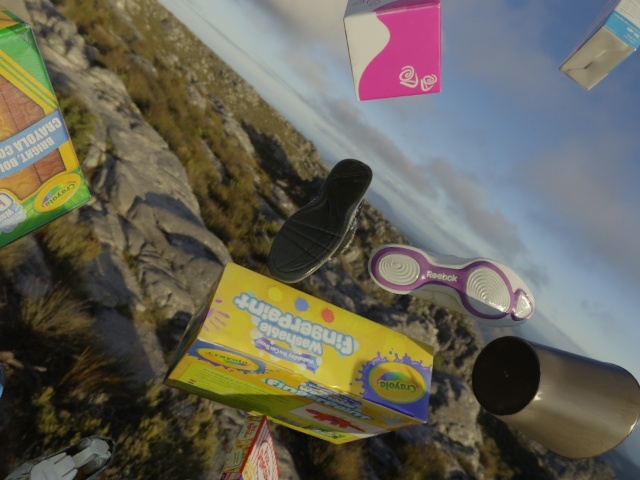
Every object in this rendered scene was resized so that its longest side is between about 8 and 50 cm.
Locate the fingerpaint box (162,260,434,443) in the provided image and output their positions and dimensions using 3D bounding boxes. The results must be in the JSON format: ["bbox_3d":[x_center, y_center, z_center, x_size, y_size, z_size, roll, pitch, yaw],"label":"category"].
[{"bbox_3d":[-0.059,0.258,1.009,0.445,0.371,0.163,24,56,-13],"label":"fingerpaint box"}]

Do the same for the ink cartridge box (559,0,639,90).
[{"bbox_3d":[0.455,-0.329,0.738,0.060,0.180,0.104,38,-17,3],"label":"ink cartridge box"}]

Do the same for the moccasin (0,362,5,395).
[{"bbox_3d":[-0.887,0.392,1.132,0.117,0.342,0.137,-115,-173,-57],"label":"moccasin"}]

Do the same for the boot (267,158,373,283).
[{"bbox_3d":[0.002,0.000,0.789,0.085,0.236,0.178,30,-25,11],"label":"boot"}]

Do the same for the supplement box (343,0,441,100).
[{"bbox_3d":[0.102,-0.293,0.652,0.220,0.111,0.114,-78,161,-46],"label":"supplement box"}]

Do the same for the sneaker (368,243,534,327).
[{"bbox_3d":[0.244,0.070,0.918,0.305,0.114,0.152,19,3,8],"label":"sneaker"}]

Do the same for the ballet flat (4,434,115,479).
[{"bbox_3d":[-0.204,0.182,0.388,0.041,0.041,0.114,43,5,12],"label":"ballet flat"}]

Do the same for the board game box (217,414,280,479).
[{"bbox_3d":[-0.134,0.459,0.942,0.193,0.045,0.146,-63,144,-72],"label":"board game box"}]

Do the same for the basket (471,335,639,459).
[{"bbox_3d":[0.376,0.252,0.806,0.227,0.204,0.154,27,32,-27],"label":"basket"}]

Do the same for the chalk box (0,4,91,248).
[{"bbox_3d":[-0.289,-0.073,0.387,0.132,0.132,0.213,34,-36,22],"label":"chalk box"}]
